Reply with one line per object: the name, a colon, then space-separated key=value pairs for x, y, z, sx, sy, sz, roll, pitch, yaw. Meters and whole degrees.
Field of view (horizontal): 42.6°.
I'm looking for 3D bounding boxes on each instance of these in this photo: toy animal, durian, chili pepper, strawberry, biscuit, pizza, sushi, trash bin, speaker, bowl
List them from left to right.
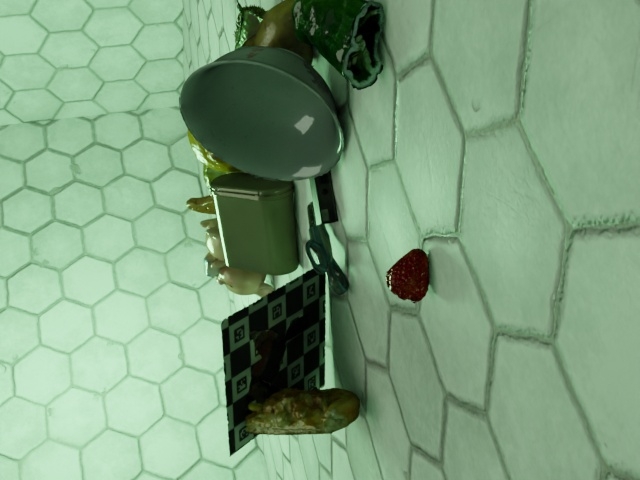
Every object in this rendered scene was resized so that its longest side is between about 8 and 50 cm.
toy animal: x=-0.267 y=0.058 z=2.613 sx=0.195 sy=0.212 sz=0.256 roll=42 pitch=136 yaw=54
biscuit: x=-0.231 y=-0.118 z=2.385 sx=0.339 sy=0.215 sz=0.047 roll=-17 pitch=62 yaw=54
trash bin: x=-0.174 y=-0.045 z=2.195 sx=0.243 sy=0.121 sz=0.248 roll=9 pitch=116 yaw=30
durian: x=-0.150 y=-0.522 z=2.033 sx=0.221 sy=0.137 sz=0.096 roll=113 pitch=180 yaw=-74
sushi: x=-0.117 y=0.254 z=1.864 sx=0.064 sy=0.359 sz=0.343 roll=17 pitch=119 yaw=34
bowl: x=-0.099 y=-0.286 z=1.660 sx=0.346 sy=0.345 sz=0.157 roll=105 pitch=-178 yaw=-59
speaker: x=0.000 y=-0.131 z=1.772 sx=0.046 sy=0.040 sz=0.191 roll=162 pitch=99 yaw=-75
pizza: x=0.004 y=0.366 z=1.813 sx=0.257 sy=0.268 sz=0.087 roll=-7 pitch=86 yaw=34
chili pepper: x=0.023 y=-0.367 z=1.411 sx=0.270 sy=0.099 sz=0.136 roll=-127 pitch=22 yaw=-55
strawberry: x=0.138 y=0.051 z=1.278 sx=0.073 sy=0.073 sz=0.083 roll=-126 pitch=43 yaw=-62

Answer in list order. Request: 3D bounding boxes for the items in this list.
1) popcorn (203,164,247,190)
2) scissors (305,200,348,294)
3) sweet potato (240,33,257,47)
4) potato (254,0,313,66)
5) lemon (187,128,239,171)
popcorn: x=-0.262 y=-0.234 z=2.469 sx=0.221 sy=0.183 sz=0.204 roll=104 pitch=-167 yaw=-45
scissors: x=0.000 y=0.000 z=1.798 sx=0.138 sy=0.041 sz=0.289 roll=44 pitch=-159 yaw=-33
sweet potato: x=-0.150 y=-0.383 z=2.005 sx=0.370 sy=0.157 sz=0.158 roll=116 pitch=143 yaw=-59
potato: x=-0.074 y=-0.423 z=1.718 sx=0.137 sy=0.137 sz=0.176 roll=-114 pitch=23 yaw=-47
lemon: x=-0.249 y=-0.311 z=2.250 sx=0.234 sy=0.233 sz=0.288 roll=97 pitch=-176 yaw=-48
